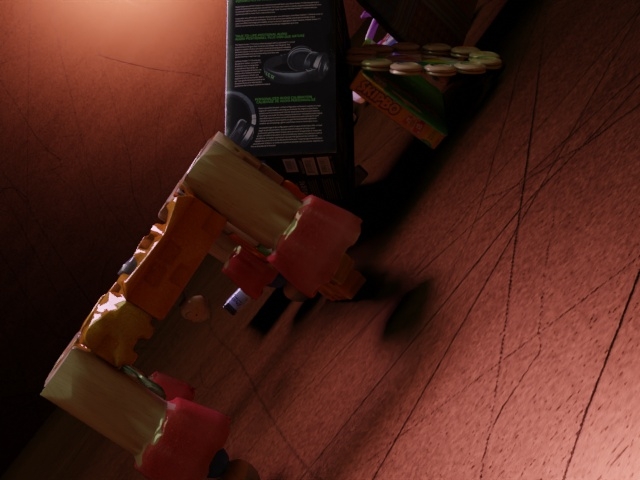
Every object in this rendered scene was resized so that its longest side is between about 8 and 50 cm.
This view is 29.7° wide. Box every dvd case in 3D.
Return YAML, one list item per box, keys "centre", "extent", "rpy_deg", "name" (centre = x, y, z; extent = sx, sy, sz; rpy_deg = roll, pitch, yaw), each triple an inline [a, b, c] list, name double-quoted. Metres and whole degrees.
- centre: [-0.038, 0.002, 1.622]
  extent: [0.253, 0.022, 0.180]
  rpy_deg: [-47, 2, -5]
  name: "dvd case"

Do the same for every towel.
- centre: [0.154, -0.425, 1.558]
  extent: [0.040, 0.271, 0.370]
  rpy_deg: [11, 76, 37]
  name: "towel"

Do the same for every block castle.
- centre: [-0.113, 0.083, 1.233]
  extent: [0.303, 0.213, 0.453]
  rpy_deg: [-57, 7, -8]
  name: "block castle"

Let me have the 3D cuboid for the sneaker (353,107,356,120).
- centre: [0.021, -0.233, 2.252]
  extent: [0.066, 0.071, 0.188]
  rpy_deg: [-50, 8, 11]
  name: "sneaker"

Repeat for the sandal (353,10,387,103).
- centre: [0.130, -0.413, 2.313]
  extent: [0.169, 0.102, 0.416]
  rpy_deg: [-45, 11, 36]
  name: "sandal"

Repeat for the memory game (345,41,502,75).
- centre: [0.119, -0.211, 1.398]
  extent: [0.186, 0.186, 0.012]
  rpy_deg: [-79, -10, -72]
  name: "memory game"

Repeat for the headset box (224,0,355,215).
- centre: [-0.032, -0.188, 1.455]
  extent: [0.246, 0.131, 0.283]
  rpy_deg: [71, -162, -72]
  name: "headset box"

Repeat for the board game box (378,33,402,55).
- centre: [0.178, -0.381, 2.075]
  extent: [0.194, 0.060, 0.194]
  rpy_deg: [-53, 8, -11]
  name: "board game box"

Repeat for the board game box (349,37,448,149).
- centre: [0.096, -0.182, 1.474]
  extent: [0.039, 0.124, 0.259]
  rpy_deg: [-53, 8, 14]
  name: "board game box"
